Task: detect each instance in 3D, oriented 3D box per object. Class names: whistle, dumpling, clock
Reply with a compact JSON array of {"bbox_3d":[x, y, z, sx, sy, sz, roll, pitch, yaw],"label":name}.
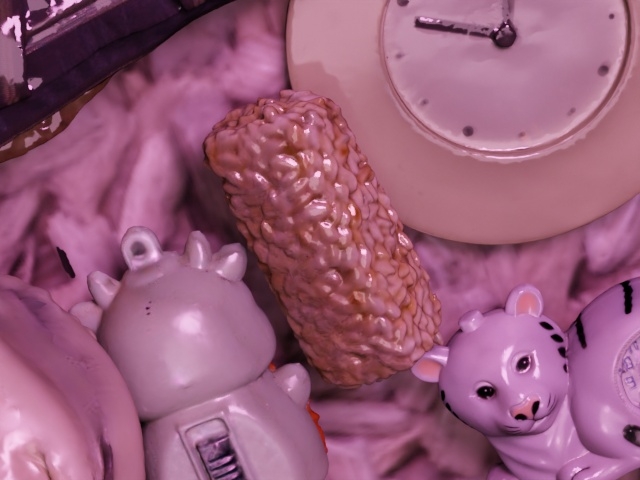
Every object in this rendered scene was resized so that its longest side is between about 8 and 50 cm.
[{"bbox_3d":[-0.052,0.105,0.874,0.102,0.106,0.253,-15,106,32],"label":"whistle"},{"bbox_3d":[-0.184,0.126,0.847,0.187,0.318,0.243,-53,150,-16],"label":"dumpling"},{"bbox_3d":[0.149,0.067,0.883,0.176,0.080,0.117,-28,109,9],"label":"clock"},{"bbox_3d":[0.098,-0.111,0.844,0.235,0.029,0.235,0,111,-1],"label":"clock"}]

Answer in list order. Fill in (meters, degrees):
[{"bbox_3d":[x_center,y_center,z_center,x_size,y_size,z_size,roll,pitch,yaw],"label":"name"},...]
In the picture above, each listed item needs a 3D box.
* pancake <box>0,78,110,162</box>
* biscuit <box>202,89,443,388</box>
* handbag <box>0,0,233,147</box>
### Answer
[{"bbox_3d":[-0.204,-0.141,0.803,0.242,0.050,0.241,-4,109,-11],"label":"pancake"},{"bbox_3d":[0.000,0.000,0.843,0.082,0.070,0.168,-15,114,29],"label":"biscuit"},{"bbox_3d":[-0.143,-0.160,0.742,0.254,0.089,0.211,-33,106,-11],"label":"handbag"}]
